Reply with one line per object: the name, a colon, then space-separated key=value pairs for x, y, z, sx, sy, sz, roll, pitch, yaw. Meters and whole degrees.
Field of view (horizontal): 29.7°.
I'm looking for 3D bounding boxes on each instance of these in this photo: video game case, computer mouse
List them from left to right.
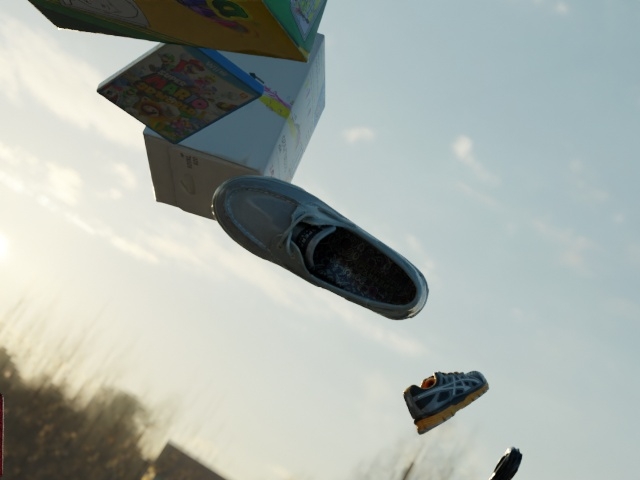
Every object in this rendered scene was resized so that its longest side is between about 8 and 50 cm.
video game case: x=-0.159 y=-0.170 z=1.358 sx=0.119 sy=0.015 sz=0.166 roll=34 pitch=-38 yaw=-30
computer mouse: x=0.166 y=0.285 z=1.261 sx=0.041 sy=0.071 sz=0.242 roll=38 pitch=-35 yaw=11

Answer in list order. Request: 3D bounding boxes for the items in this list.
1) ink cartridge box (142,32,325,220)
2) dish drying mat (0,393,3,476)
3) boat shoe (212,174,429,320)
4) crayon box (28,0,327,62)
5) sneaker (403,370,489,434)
ink cartridge box: x=-0.108 y=-0.159 z=1.603 sx=0.168 sy=0.233 sz=0.171 roll=18 pitch=-27 yaw=10
dish drying mat: x=-0.229 y=0.128 z=0.812 sx=0.032 sy=0.008 sz=0.083 roll=15 pitch=-52 yaw=4
boat shoe: x=0.000 y=0.001 z=1.125 sx=0.227 sy=0.079 sz=0.081 roll=28 pitch=-4 yaw=5
crayon box: x=-0.197 y=-0.305 z=1.081 sx=0.313 sy=0.106 sz=0.363 roll=13 pitch=-16 yaw=27
sneaker: x=0.221 y=0.262 z=2.103 sx=0.084 sy=0.215 sz=0.083 roll=-39 pitch=-101 yaw=35
